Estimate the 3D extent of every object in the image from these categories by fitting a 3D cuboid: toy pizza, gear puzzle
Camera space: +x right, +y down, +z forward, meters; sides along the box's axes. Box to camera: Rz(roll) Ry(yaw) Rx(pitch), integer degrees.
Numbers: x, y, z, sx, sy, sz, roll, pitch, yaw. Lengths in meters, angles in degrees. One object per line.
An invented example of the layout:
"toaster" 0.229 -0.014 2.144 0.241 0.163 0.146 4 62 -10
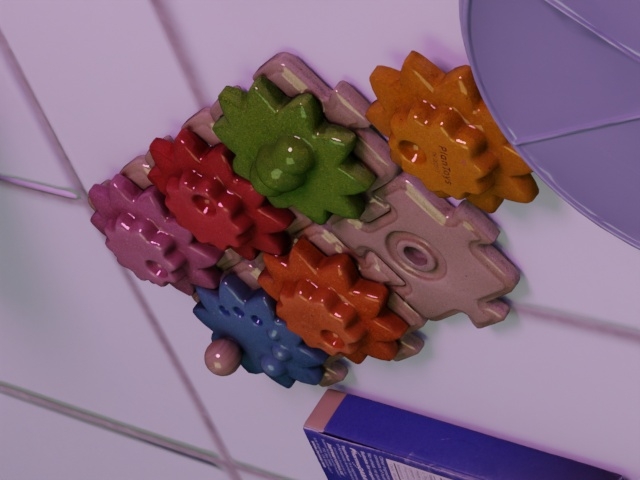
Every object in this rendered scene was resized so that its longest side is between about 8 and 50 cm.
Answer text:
"toy pizza" 0.144 -0.060 0.619 0.201 0.032 0.201 24 147 17
"gear puzzle" 0.000 0.000 0.833 0.175 0.044 0.339 43 149 -12

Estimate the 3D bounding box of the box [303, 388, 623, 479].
"box" 0.107 0.162 0.959 0.225 0.036 0.136 15 144 34
